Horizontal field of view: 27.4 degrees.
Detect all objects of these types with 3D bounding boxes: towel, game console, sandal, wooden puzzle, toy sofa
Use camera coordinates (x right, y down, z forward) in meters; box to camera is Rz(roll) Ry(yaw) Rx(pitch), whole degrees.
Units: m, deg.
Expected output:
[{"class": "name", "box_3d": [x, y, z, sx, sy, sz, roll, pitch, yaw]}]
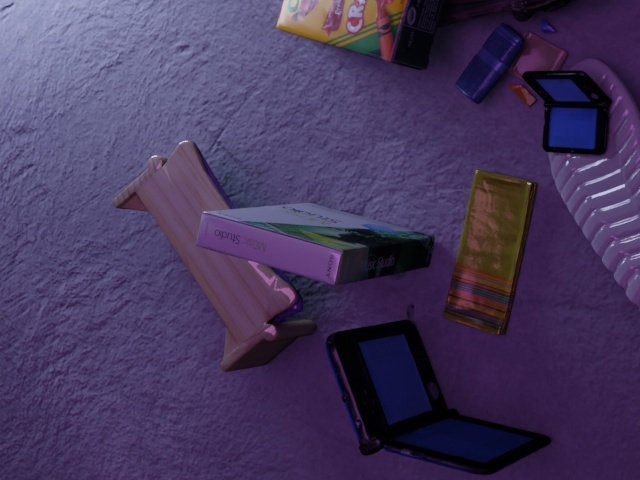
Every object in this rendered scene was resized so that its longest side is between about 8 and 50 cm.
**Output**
[{"class": "towel", "box_3d": [0.254, 0.018, 1.979, 0.102, 0.021, 0.237, 15, 98, 25]}, {"class": "game console", "box_3d": [0.172, 0.216, 1.875, 0.173, 0.293, 0.250, -24, 80, 25]}, {"class": "towel", "box_3d": [0.254, -0.262, 1.952, 0.119, 0.029, 0.067, -53, 35, 16]}, {"class": "sandal", "box_3d": [0.434, -0.064, 1.838, 0.169, 0.102, 0.416, -41, 56, 42]}, {"class": "wooden puzzle", "box_3d": [0.318, -0.263, 1.941, 0.078, 0.014, 0.116, 40, 109, 16]}, {"class": "game console", "box_3d": [0.339, -0.180, 1.836, 0.122, 0.107, 0.071, 9, 65, 54]}, {"class": "toy sofa", "box_3d": [-0.153, 0.019, 2.118, 0.177, 0.150, 0.362, -41, 74, 17]}]

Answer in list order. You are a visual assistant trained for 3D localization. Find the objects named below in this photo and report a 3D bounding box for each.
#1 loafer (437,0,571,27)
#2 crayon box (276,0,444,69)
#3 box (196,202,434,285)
[{"class": "loafer", "box_3d": [0.278, -0.359, 1.921, 0.303, 0.109, 0.095, 5, 112, 34]}, {"class": "crayon box", "box_3d": [0.050, -0.389, 1.986, 0.319, 0.081, 0.202, 23, 102, 46]}, {"class": "box", "box_3d": [0.000, 0.000, 1.940, 0.232, 0.322, 0.058, 15, 102, 26]}]
